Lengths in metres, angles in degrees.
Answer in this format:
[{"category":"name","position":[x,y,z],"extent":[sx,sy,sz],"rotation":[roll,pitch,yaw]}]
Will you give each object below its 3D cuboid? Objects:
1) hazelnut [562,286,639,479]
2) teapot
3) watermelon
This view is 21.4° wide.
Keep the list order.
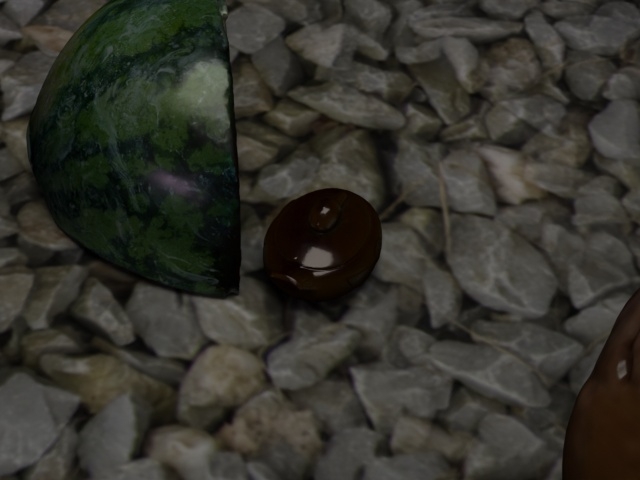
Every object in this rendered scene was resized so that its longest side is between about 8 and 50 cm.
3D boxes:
[{"category":"hazelnut","position":[0.342,0.158,1.174],"extent":[0.372,0.372,0.315],"rotation":[-6,12,-10]},{"category":"teapot","position":[0.000,0.000,1.453],"extent":[0.098,0.078,0.129],"rotation":[25,52,17]},{"category":"watermelon","position":[-0.141,-0.097,1.498],"extent":[0.224,0.180,0.305],"rotation":[-33,48,26]}]
